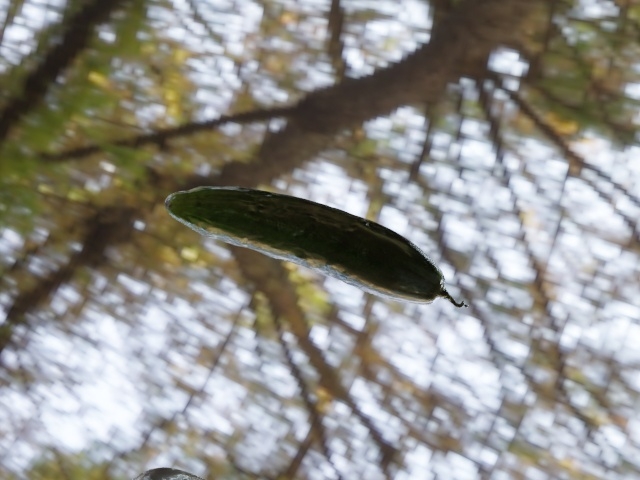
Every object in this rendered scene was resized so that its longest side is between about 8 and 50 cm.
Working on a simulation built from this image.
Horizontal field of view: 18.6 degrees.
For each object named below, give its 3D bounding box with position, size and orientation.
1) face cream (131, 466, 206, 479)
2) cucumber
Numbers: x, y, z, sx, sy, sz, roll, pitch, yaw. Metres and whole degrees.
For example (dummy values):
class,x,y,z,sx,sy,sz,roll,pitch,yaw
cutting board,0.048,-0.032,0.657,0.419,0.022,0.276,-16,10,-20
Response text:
class,x,y,z,sx,sy,sz,roll,pitch,yaw
face cream,-0.120,0.194,0.682,0.082,0.082,0.269,33,-72,-34
cucumber,0.000,0.000,1.019,0.168,0.039,0.039,18,-89,-8
